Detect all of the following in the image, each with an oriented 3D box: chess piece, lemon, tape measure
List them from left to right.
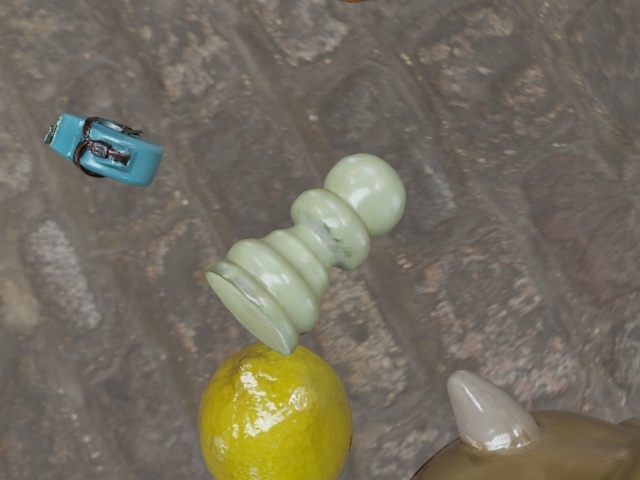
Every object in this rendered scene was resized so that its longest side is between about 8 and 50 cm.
[{"bbox_3d":[-0.276,-0.118,1.661,0.125,0.146,0.081,23,96,21],"label":"tape measure"},{"bbox_3d":[-0.064,0.271,1.823,0.235,0.263,0.236,4,65,-8],"label":"lemon"},{"bbox_3d":[0.000,0.000,1.479,0.144,0.144,0.251,43,74,11],"label":"chess piece"}]

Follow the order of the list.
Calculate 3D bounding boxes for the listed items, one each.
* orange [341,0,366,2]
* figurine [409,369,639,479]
[{"bbox_3d":[0.043,-0.375,1.554,0.158,0.136,0.159,-4,57,6],"label":"orange"},{"bbox_3d":[0.103,0.150,0.458,0.173,0.247,0.177,22,88,33],"label":"figurine"}]
